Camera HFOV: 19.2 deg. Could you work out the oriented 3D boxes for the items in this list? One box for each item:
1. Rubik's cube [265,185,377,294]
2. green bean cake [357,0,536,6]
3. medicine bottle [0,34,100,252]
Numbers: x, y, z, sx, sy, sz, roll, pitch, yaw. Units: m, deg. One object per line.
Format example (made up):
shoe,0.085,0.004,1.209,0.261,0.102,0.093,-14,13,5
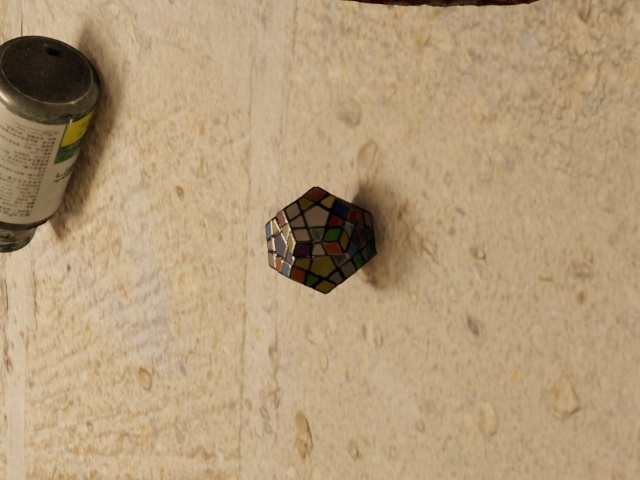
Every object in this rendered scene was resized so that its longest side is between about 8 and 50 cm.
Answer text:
Rubik's cube,0.000,0.000,1.846,0.093,0.111,0.111,82,161,-57
green bean cake,0.075,-0.242,1.534,0.198,0.232,0.097,20,111,51
medicine bottle,-0.379,-0.112,2.396,0.141,0.141,0.293,61,143,30
